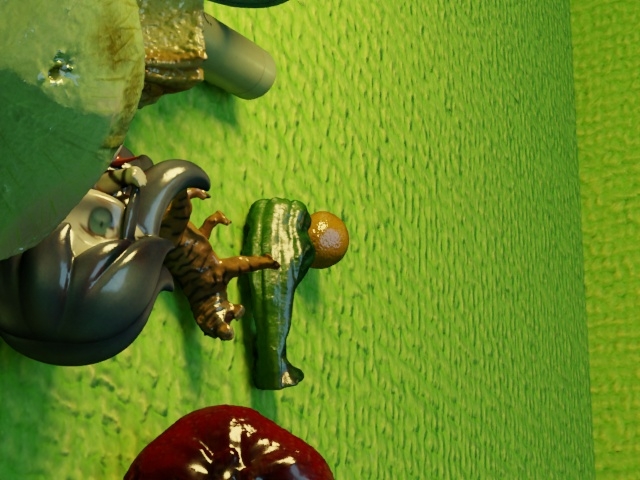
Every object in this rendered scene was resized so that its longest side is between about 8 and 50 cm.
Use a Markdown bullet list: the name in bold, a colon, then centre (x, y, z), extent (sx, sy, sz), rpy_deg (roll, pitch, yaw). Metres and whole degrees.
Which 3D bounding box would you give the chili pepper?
- **chili pepper**: centre (-0.052, 0.064, 1.617), extent (0.099, 0.083, 0.253), rpy_deg (43, 47, -67)

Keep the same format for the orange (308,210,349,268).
- **orange**: centre (0.000, 0.000, 1.754), extent (0.085, 0.085, 0.085), rpy_deg (36, 49, -57)

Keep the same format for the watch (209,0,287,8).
- **watch**: centre (-0.088, -0.393, 1.411), extent (0.274, 0.305, 0.241), rpy_deg (42, 62, -41)

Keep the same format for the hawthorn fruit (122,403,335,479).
- **hawthorn fruit**: centre (-0.083, 0.310, 1.315), extent (0.230, 0.210, 0.266), rpy_deg (-76, 158, -48)

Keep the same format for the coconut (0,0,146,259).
- **coconut**: centre (-0.267, -0.140, 0.946), extent (0.328, 0.281, 0.328), rpy_deg (-171, -90, -76)

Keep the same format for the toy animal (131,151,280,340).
- **toy animal**: centre (-0.157, -0.012, 1.423), extent (0.116, 0.114, 0.255), rpy_deg (-45, 129, -8)

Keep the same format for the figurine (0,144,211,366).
- **figurine**: centre (-0.215, -0.014, 1.188), extent (0.197, 0.175, 0.265), rpy_deg (65, 36, -40)

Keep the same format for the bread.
- **bread**: centre (-0.201, -0.229, 1.386), extent (0.152, 0.127, 0.147), rpy_deg (12, 69, -46)

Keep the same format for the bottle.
- **bottle**: centre (-0.129, -0.227, 1.566), extent (0.201, 0.072, 0.072), rpy_deg (20, 63, -62)
